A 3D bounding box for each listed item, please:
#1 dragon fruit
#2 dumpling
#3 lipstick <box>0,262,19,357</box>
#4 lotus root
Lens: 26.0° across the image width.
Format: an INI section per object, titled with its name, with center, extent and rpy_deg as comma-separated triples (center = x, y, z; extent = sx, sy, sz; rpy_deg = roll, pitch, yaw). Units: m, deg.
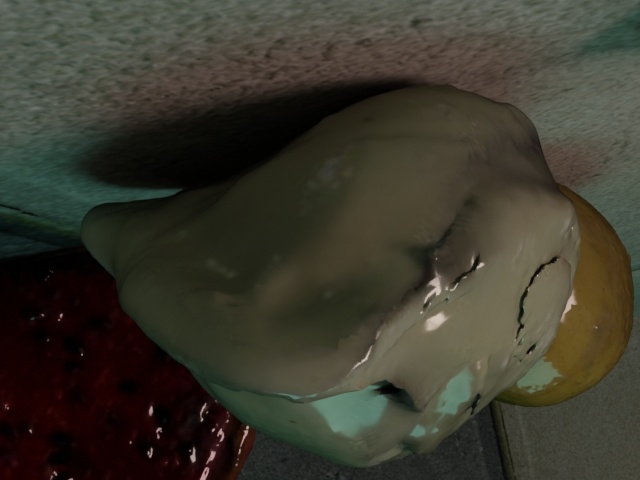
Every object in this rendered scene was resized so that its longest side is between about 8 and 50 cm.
[dragon fruit]
center = -0.175, 0.086, 0.985
extent = 0.302, 0.240, 0.330
rpy_deg = -37, -162, -10
[dumpling]
center = 0.000, 0.000, 0.676
extent = 0.242, 0.187, 0.318
rpy_deg = 23, -174, 23
[lipstick]
center = -0.240, 0.030, 0.694
extent = 0.080, 0.080, 0.241
rpy_deg = -14, 171, 14
[lotus root]
center = 0.148, 0.033, 0.944
extent = 0.130, 0.146, 0.303
rpy_deg = -30, 176, 16
